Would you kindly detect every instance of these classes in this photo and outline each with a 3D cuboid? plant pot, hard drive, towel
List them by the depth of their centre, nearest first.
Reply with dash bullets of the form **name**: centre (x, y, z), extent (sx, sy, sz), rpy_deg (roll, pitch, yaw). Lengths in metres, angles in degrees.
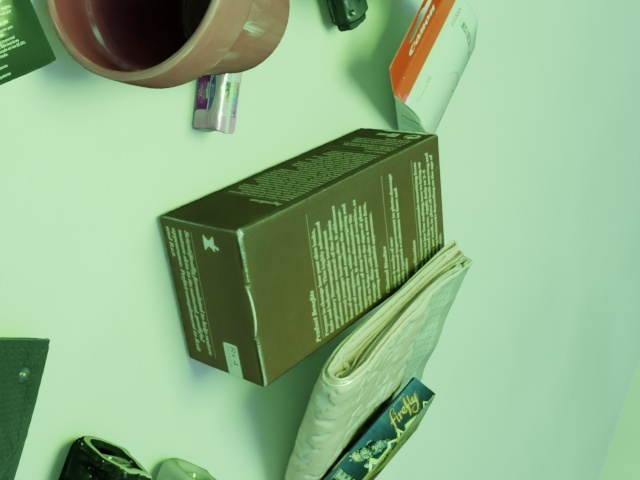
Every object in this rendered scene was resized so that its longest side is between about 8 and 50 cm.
- **hard drive**: centre (-0.316, 0.201, 0.635), extent (0.172, 0.054, 0.254), rpy_deg (50, 54, -80)
- **plant pot**: centre (-0.125, -0.238, 0.722), extent (0.180, 0.201, 0.201), rpy_deg (-3, 101, -65)
- **towel**: centre (0.075, 0.192, 1.041), extent (0.317, 0.053, 0.331), rpy_deg (-38, 154, -38)

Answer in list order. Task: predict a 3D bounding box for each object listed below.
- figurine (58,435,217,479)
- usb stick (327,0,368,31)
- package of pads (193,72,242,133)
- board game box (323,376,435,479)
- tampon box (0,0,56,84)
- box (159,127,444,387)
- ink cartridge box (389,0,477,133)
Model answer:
- **figurine**: centre (-0.220, 0.338, 0.821), extent (0.215, 0.092, 0.209), rpy_deg (36, 79, -49)
- **usb stick**: centre (0.010, -0.402, 0.936), extent (0.077, 0.045, 0.278), rpy_deg (-63, 144, -53)
- **package of pads**: centre (-0.115, -0.161, 0.846), extent (0.032, 0.050, 0.083), rpy_deg (3, 97, -45)
- **board game box**: centre (0.062, 0.320, 1.086), extent (0.243, 0.042, 0.165), rpy_deg (-43, 160, -25)
- **tampon box**: centre (-0.298, -0.192, 0.564), extent (0.101, 0.120, 0.161), rpy_deg (-39, 127, -37)
- **box**: centre (0.000, 0.000, 0.955), extent (0.381, 0.143, 0.191), rpy_deg (-30, 121, -45)
- **ink cartridge box**: centre (0.165, -0.257, 1.070), extent (0.189, 0.066, 0.232), rpy_deg (-64, 170, -9)
